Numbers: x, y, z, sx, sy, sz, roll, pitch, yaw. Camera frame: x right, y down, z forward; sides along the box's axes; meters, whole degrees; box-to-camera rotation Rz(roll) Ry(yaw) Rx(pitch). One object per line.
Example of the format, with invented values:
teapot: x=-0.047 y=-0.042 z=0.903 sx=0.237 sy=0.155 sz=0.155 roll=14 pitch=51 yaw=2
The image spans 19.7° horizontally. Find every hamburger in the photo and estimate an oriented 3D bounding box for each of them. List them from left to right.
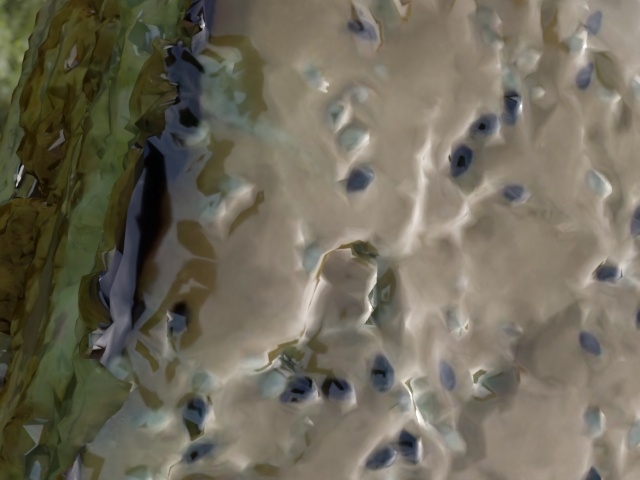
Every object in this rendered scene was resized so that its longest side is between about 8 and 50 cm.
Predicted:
hamburger: x=0.015 y=0.018 z=0.634 sx=0.276 sy=0.195 sz=0.318 roll=15 pitch=86 yaw=-30
